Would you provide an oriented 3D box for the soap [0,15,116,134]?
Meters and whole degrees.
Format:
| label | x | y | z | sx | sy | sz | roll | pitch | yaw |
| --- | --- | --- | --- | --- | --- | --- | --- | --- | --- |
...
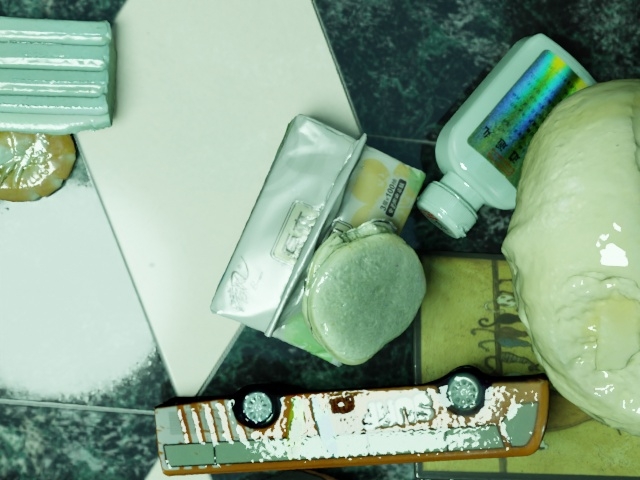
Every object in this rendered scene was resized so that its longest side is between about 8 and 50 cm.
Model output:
| label | x | y | z | sx | sy | sz | roll | pitch | yaw |
| --- | --- | --- | --- | --- | --- | --- | --- | --- | --- |
| soap | -0.315 | -0.172 | 1.029 | 0.198 | 0.063 | 0.115 | 2 | 67 | -6 |

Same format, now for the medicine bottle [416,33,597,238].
| label | x | y | z | sx | sy | sz | roll | pitch | yaw |
| --- | --- | --- | --- | --- | --- | --- | --- | --- | --- |
| medicine bottle | 0.202 | -0.107 | 1.096 | 0.121 | 0.083 | 0.229 | 41 | 86 | -13 |

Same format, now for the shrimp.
| label | x | y | z | sx | sy | sz | roll | pitch | yaw |
| --- | --- | --- | --- | --- | --- | --- | --- | --- | --- |
| shrimp | -0.353 | -0.083 | 1.053 | 0.184 | 0.043 | 0.091 | -7 | 96 | -7 |

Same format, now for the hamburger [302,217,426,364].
| label | x | y | z | sx | sy | sz | roll | pitch | yaw |
| --- | --- | --- | --- | --- | --- | --- | --- | --- | --- |
| hamburger | 0.040 | 0.050 | 0.981 | 0.140 | 0.062 | 0.133 | -30 | 119 | -24 |

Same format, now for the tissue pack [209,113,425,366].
| label | x | y | z | sx | sy | sz | roll | pitch | yaw |
| --- | --- | --- | --- | --- | --- | --- | --- | --- | --- |
| tissue pack | 0.000 | 0.000 | 1.045 | 0.159 | 0.145 | 0.229 | 25 | 89 | -7 |

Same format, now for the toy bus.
| label | x | y | z | sx | sy | sz | roll | pitch | yaw |
| --- | --- | --- | --- | --- | --- | --- | --- | --- | --- |
| toy bus | 0.032 | 0.186 | 1.034 | 0.408 | 0.093 | 0.092 | -5 | 85 | 10 |

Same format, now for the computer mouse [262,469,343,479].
| label | x | y | z | sx | sy | sz | roll | pitch | yaw |
| --- | --- | --- | --- | --- | --- | --- | --- | --- | --- |
| computer mouse | 0.035 | 0.361 | 1.020 | 0.323 | 0.116 | 0.183 | 26 | 85 | 23 |

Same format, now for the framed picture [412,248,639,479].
| label | x | y | z | sx | sy | sz | roll | pitch | yaw |
| --- | --- | --- | --- | --- | --- | --- | --- | --- | --- |
| framed picture | 0.268 | 0.143 | 1.111 | 0.338 | 0.014 | 0.255 | 4 | 74 | -7 |

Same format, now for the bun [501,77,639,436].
| label | x | y | z | sx | sy | sz | roll | pitch | yaw |
| --- | --- | --- | --- | --- | --- | --- | --- | --- | --- |
| bun | 0.300 | 0.024 | 1.010 | 0.202 | 0.364 | 0.364 | -13 | 94 | 32 |
